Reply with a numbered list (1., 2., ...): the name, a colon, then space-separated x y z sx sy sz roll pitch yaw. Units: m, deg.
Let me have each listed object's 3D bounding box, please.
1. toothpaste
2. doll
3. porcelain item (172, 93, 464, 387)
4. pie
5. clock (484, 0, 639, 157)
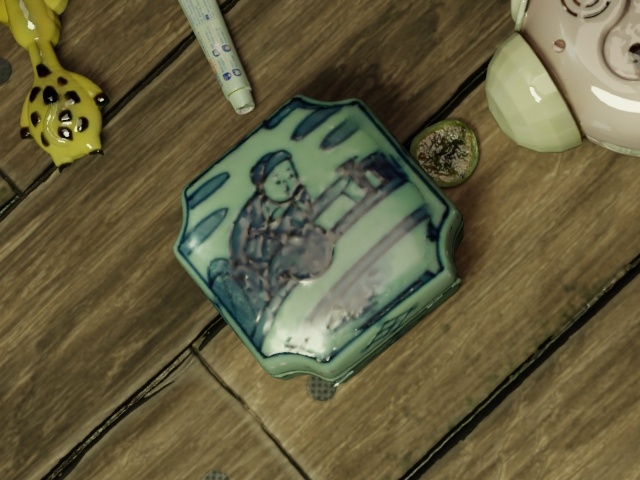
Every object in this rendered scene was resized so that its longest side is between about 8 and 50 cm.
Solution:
1. toothpaste: -0.130 -0.250 1.980 0.052 0.033 0.218 -25 72 3
2. doll: -0.334 -0.224 1.982 0.117 0.086 0.291 -20 77 1
3. porcelain item: 0.000 0.000 1.838 0.281 0.157 0.286 -38 75 -1
4. pie: 0.146 -0.102 1.902 0.084 0.021 0.084 -2 78 10
5. clock: 0.367 -0.243 1.822 0.325 0.184 0.342 14 76 17
